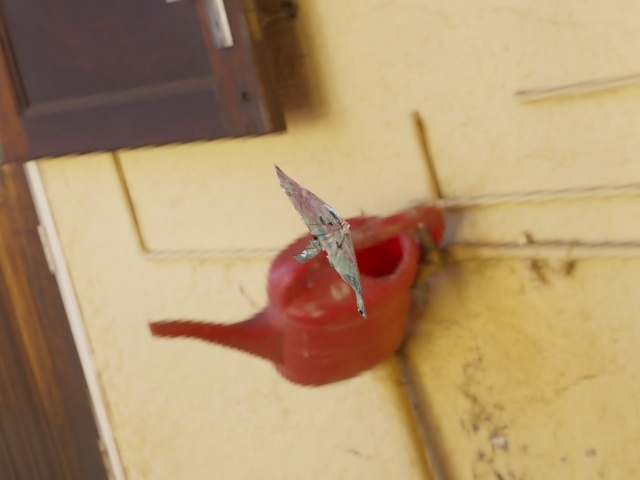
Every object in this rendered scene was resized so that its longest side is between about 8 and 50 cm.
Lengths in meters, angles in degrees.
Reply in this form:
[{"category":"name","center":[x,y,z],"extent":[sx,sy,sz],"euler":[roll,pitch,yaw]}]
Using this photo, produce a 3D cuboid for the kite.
[{"category":"kite","center":[0.000,0.000,0.904],"extent":[0.011,0.139,0.157],"euler":[-29,-3,-18]}]
